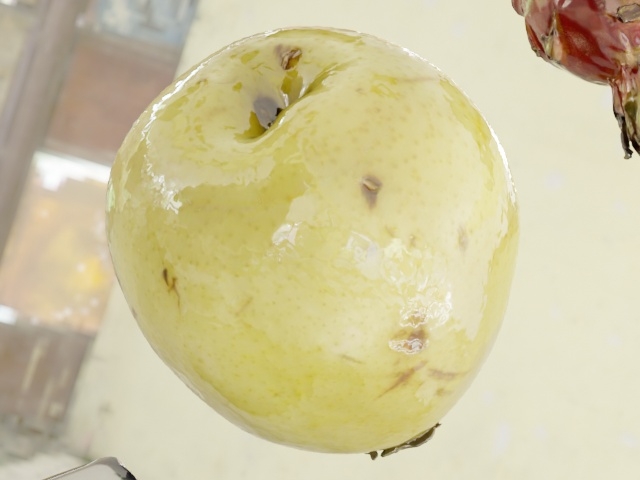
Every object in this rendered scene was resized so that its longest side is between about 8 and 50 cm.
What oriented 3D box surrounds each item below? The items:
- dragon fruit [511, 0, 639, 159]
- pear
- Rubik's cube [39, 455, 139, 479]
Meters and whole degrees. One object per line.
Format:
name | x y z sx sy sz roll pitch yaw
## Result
dragon fruit | 0.226 -0.150 1.428 0.125 0.125 0.246 -1 56 -16
pear | 0.000 0.000 1.372 0.309 0.309 0.309 18 10 -3
Rubik's cube | -0.194 0.380 1.280 0.304 0.305 0.301 -20 39 -29
